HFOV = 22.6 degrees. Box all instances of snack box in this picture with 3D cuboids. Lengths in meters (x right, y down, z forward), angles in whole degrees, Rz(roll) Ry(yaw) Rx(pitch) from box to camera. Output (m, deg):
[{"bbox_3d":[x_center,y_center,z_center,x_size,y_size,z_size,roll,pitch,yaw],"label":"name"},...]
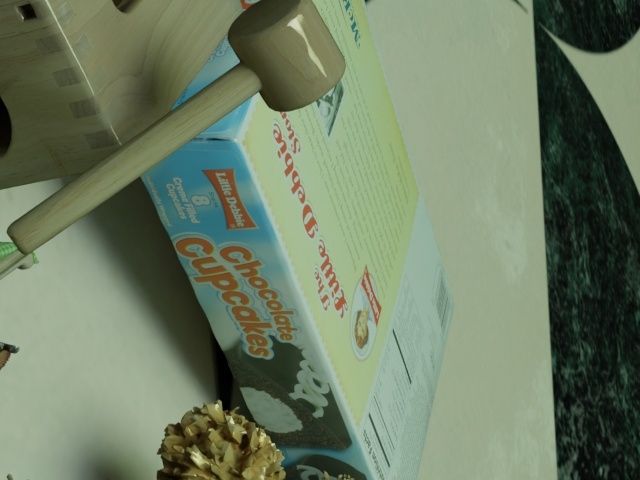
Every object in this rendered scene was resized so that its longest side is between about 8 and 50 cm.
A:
[{"bbox_3d":[0.000,0.000,0.859,0.322,0.060,0.187,70,27,-42],"label":"snack box"}]

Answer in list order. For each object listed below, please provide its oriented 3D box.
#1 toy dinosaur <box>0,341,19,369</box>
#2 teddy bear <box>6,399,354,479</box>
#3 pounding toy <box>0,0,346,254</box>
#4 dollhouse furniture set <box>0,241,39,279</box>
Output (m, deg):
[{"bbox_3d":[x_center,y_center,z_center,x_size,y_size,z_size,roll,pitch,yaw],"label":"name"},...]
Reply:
[{"bbox_3d":[-0.145,0.078,0.641,0.090,0.047,0.082,30,73,-68],"label":"toy dinosaur"},{"bbox_3d":[-0.048,0.193,0.712,0.338,0.113,0.245,40,50,-51],"label":"teddy bear"},{"bbox_3d":[-0.096,-0.081,0.602,0.094,0.206,0.181,65,31,-27],"label":"pounding toy"},{"bbox_3d":[-0.175,0.014,0.562,0.151,0.076,0.058,-44,121,-57],"label":"dollhouse furniture set"}]
